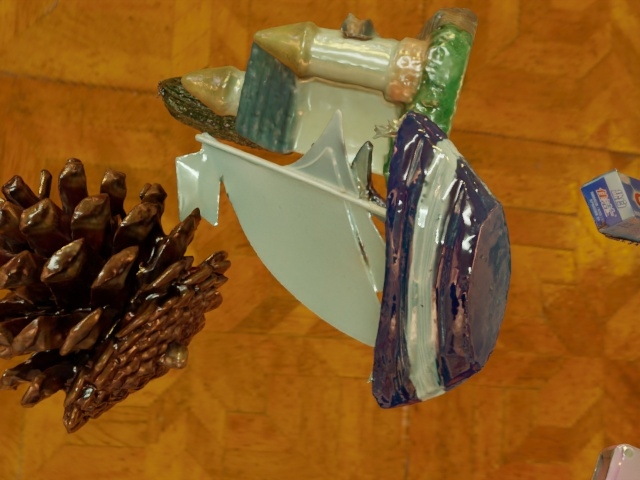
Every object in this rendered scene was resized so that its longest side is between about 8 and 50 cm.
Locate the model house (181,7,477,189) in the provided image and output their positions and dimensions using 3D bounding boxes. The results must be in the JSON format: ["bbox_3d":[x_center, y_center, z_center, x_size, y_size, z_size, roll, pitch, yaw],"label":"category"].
[{"bbox_3d":[0.001,-0.189,1.397,0.325,0.267,0.194,12,108,5],"label":"model house"}]

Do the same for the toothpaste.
[{"bbox_3d":[0.401,-0.031,1.478,0.272,0.053,0.066,9,60,-54],"label":"toothpaste"}]

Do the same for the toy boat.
[{"bbox_3d":[0.014,-0.019,0.855,0.291,0.210,0.070,44,40,21],"label":"toy boat"}]

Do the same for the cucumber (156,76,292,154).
[{"bbox_3d":[-0.140,-0.179,1.722,0.077,0.265,0.077,-19,117,-42],"label":"cucumber"}]

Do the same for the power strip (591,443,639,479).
[{"bbox_3d":[0.234,0.294,0.937,0.109,0.037,0.279,23,74,-4],"label":"power strip"}]

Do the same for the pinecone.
[{"bbox_3d":[-0.173,0.032,0.917,0.208,0.208,0.207,2,83,-18],"label":"pinecone"}]
